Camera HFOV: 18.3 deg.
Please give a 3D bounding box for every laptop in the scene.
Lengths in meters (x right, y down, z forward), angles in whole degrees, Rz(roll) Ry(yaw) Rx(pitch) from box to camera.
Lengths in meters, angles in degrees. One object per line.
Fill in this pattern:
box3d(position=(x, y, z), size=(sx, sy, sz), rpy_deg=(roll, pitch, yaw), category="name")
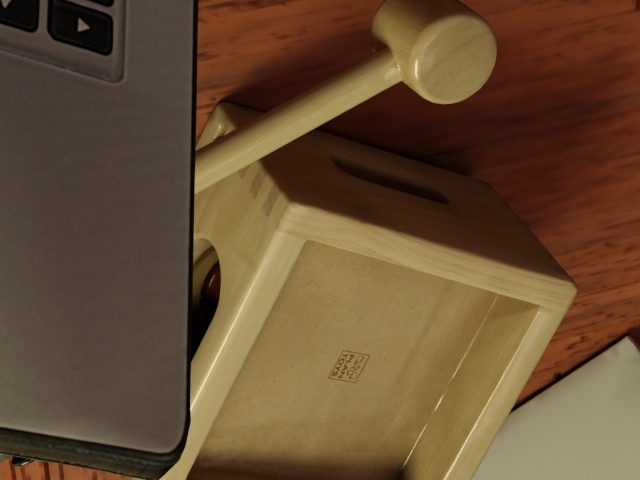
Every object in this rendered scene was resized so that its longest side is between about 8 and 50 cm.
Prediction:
box3d(position=(-0.123, -0.197, 0.388), size=(0.382, 0.408, 0.236), rpy_deg=(14, 155, -35), category="laptop")

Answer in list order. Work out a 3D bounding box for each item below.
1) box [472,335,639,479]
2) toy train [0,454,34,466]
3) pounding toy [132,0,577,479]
box3d(position=(0.139, 0.148, 0.923), size=(0.130, 0.091, 0.170), rpy_deg=(-33, 136, 5), category="box")
box3d(position=(-0.169, 0.101, 0.768), size=(0.158, 0.036, 0.027), rpy_deg=(-32, 113, 5), category="toy train")
box3d(position=(-0.005, -0.007, 0.718), size=(0.181, 0.094, 0.206), rpy_deg=(16, 112, -30), category="pounding toy")
